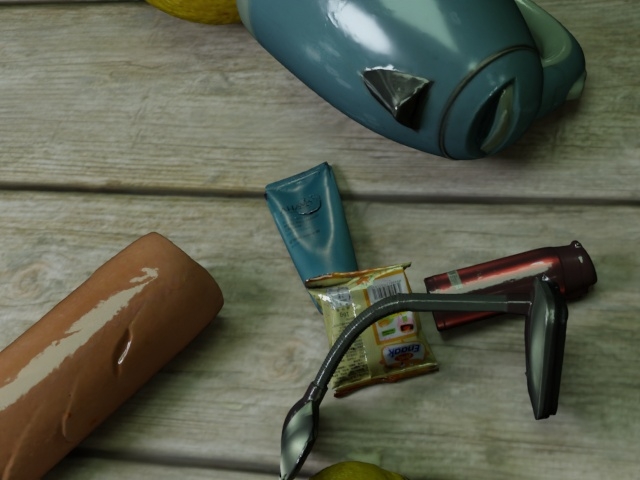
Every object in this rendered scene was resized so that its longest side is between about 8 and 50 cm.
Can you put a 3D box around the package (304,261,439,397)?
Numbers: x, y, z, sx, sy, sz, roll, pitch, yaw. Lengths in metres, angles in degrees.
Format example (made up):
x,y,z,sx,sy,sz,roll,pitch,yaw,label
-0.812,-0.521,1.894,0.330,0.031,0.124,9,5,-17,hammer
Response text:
x,y,z,sx,sy,sz,roll,pitch,yaw,label
0.050,0.083,1.123,0.108,0.031,0.121,-14,84,5,package

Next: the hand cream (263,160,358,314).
x,y,z,sx,sy,sz,roll,pitch,yaw,label
0.000,0.000,1.228,0.083,0.048,0.224,-22,46,1,hand cream

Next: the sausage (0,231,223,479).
x,y,z,sx,sy,sz,roll,pitch,yaw,label
-0.240,0.122,1.146,0.304,0.121,0.121,-42,54,-18,sausage

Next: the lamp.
x,y,z,sx,sy,sz,roll,pitch,yaw,label
0.086,0.120,1.003,0.283,0.125,0.203,-13,11,5,lamp

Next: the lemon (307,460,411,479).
x,y,z,sx,sy,sz,roll,pitch,yaw,label
0.026,0.245,0.986,0.133,0.109,0.109,-36,52,-5,lemon

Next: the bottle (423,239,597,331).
x,y,z,sx,sy,sz,roll,pitch,yaw,label
0.188,0.044,1.129,0.164,0.060,0.060,-15,51,4,bottle

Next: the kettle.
x,y,z,sx,sy,sz,roll,pitch,yaw,label
0.129,-0.234,1.267,0.319,0.247,0.342,-21,54,-35,kettle

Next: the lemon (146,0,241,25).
x,y,z,sx,sy,sz,roll,pitch,yaw,label
-0.127,-0.401,1.421,0.293,0.293,0.293,-8,52,10,lemon
